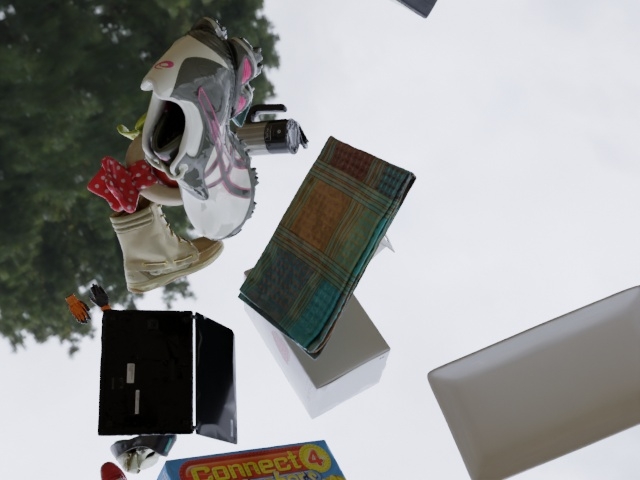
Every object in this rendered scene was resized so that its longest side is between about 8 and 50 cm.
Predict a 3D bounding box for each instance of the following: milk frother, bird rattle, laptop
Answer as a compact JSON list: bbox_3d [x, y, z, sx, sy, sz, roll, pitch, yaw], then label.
[{"bbox_3d":[-0.110,-0.240,1.976,0.135,0.143,0.129,-1,-119,21],"label":"milk frother"},{"bbox_3d":[-0.319,-0.151,1.637,0.207,0.143,0.253,23,-131,-18],"label":"bird rattle"},{"bbox_3d":[-0.281,0.261,1.588,0.265,0.136,0.234,2,-114,-14],"label":"laptop"}]

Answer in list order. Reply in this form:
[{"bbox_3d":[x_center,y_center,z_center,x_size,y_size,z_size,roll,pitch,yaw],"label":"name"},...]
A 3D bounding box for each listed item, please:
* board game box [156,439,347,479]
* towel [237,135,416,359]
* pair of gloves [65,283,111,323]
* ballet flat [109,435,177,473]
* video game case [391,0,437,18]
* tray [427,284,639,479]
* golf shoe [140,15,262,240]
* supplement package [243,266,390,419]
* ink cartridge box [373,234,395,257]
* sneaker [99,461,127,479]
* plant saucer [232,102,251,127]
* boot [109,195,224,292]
[{"bbox_3d":[-0.067,0.468,1.304,0.308,0.086,0.302,1,-142,-35],"label":"board game box"},{"bbox_3d":[0.000,0.000,1.548,0.271,0.040,0.370,32,-86,49],"label":"towel"},{"bbox_3d":[-0.492,0.135,1.790,0.083,0.010,0.074,-27,-103,-24],"label":"pair of gloves"},{"bbox_3d":[-0.347,0.407,1.607,0.203,0.074,0.074,-28,-153,40],"label":"ballet flat"},{"bbox_3d":[-0.010,-0.393,1.081,0.035,0.275,0.248,-58,-142,13],"label":"video game case"},{"bbox_3d":[0.273,0.167,0.963,0.271,0.030,0.145,-23,-101,4],"label":"tray"},{"bbox_3d":[-0.134,-0.094,0.869,0.105,0.272,0.120,29,-130,23],"label":"golf shoe"},{"bbox_3d":[-0.015,0.180,1.723,0.175,0.177,0.293,-26,-116,-19],"label":"supplement package"},{"bbox_3d":[0.096,-0.020,2.101,0.061,0.181,0.104,-43,-140,19],"label":"ink cartridge box"},{"bbox_3d":[-0.336,0.424,1.405,0.042,0.067,0.118,-23,-100,-18],"label":"sneaker"},{"bbox_3d":[-0.181,-0.290,1.542,0.018,0.192,0.067,6,-117,25],"label":"plant saucer"},{"bbox_3d":[-0.348,-0.018,1.931,0.262,0.203,0.095,-26,-154,-32],"label":"boot"}]
